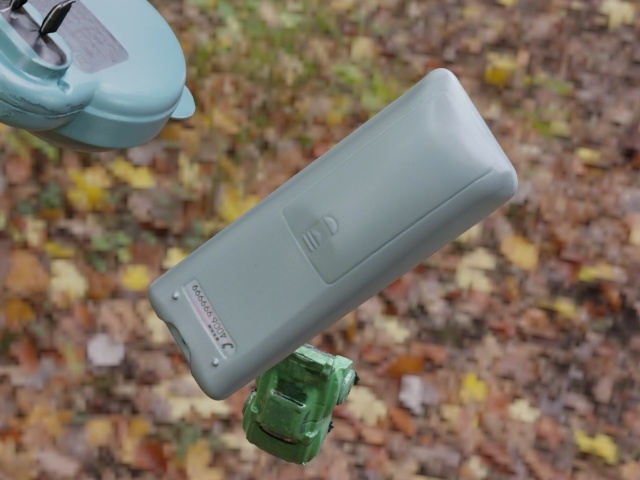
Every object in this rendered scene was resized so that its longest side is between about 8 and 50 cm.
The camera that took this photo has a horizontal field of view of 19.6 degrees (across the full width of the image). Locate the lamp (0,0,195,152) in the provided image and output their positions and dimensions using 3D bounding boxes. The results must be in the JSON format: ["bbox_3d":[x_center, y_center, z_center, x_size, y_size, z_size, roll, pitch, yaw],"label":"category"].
[{"bbox_3d":[-0.239,-0.170,1.711,0.209,0.147,0.284,45,13,12],"label":"lamp"}]

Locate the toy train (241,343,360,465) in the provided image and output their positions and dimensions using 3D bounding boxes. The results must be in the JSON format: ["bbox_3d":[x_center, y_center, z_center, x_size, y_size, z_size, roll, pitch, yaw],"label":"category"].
[{"bbox_3d":[-0.026,0.146,1.741,0.099,0.149,0.081,24,28,8],"label":"toy train"}]

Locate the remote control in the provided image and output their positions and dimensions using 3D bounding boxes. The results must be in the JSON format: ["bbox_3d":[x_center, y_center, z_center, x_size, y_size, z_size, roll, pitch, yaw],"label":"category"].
[{"bbox_3d":[0.000,0.000,1.289,0.103,0.293,0.051,58,27,10],"label":"remote control"}]
